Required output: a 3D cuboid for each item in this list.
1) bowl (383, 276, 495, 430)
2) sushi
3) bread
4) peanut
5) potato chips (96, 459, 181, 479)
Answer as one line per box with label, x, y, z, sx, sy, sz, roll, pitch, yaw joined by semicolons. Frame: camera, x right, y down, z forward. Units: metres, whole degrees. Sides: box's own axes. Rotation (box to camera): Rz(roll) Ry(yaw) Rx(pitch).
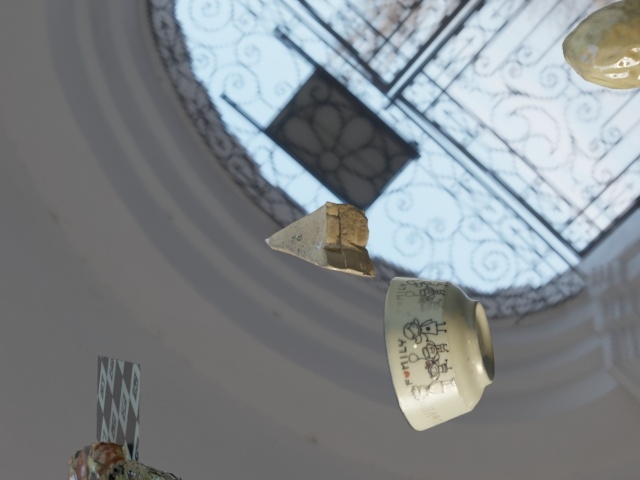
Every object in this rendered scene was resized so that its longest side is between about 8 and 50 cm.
bowl;0.187;0.161;1.693;0.238;0.126;0.237;-12;-90;-73
sushi;-0.255;0.260;1.264;0.050;0.264;0.290;2;173;-19
bread;-0.003;0.021;1.522;0.077;0.152;0.105;13;-120;-34
peanut;0.412;-0.229;1.302;0.123;0.257;0.123;-6;-90;-85
potato chips;-0.156;0.286;0.983;0.029;0.220;0.202;-3;-132;-37
